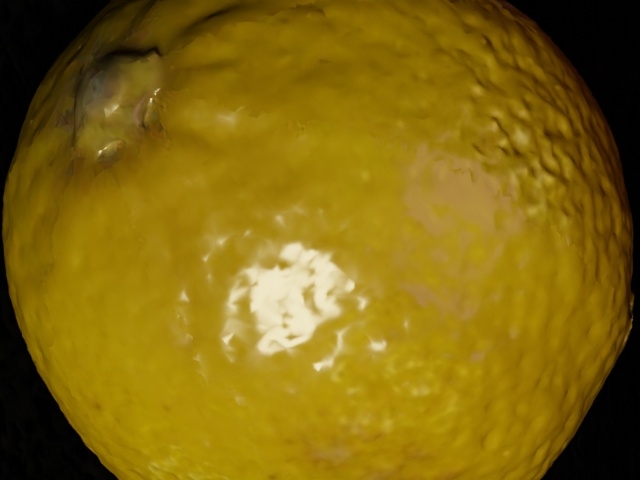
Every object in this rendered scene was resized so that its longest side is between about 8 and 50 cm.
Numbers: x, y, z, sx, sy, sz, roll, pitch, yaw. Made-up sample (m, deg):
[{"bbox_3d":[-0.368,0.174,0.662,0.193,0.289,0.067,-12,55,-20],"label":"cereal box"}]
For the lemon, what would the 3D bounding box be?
[{"bbox_3d":[0.001,0.001,0.734,0.293,0.293,0.293,17,69,-53],"label":"lemon"}]
